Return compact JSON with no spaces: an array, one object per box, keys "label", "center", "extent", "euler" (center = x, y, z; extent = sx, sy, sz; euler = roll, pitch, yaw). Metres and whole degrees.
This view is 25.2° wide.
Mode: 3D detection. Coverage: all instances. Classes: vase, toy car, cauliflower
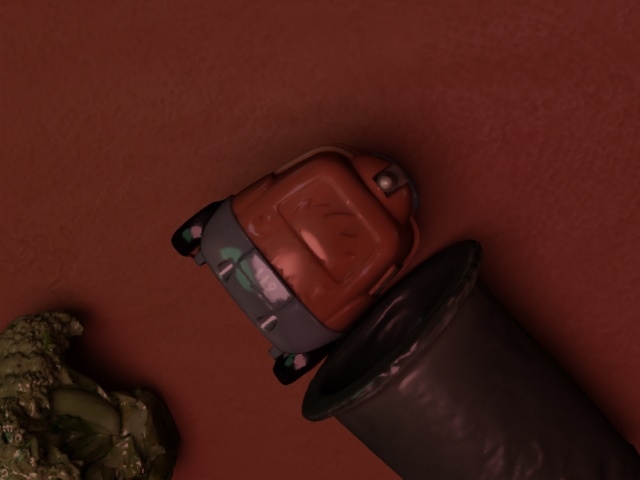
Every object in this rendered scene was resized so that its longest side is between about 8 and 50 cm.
[{"label":"vase","center":[0.165,0.178,1.401],"extent":[0.291,0.245,0.245],"euler":[44,114,-7]},{"label":"toy car","center":[0.000,0.000,1.387],"extent":[0.212,0.270,0.180],"euler":[-39,88,5]},{"label":"cauliflower","center":[-0.274,0.235,1.562],"extent":[0.250,0.272,0.275],"euler":[-5,124,-13]}]
